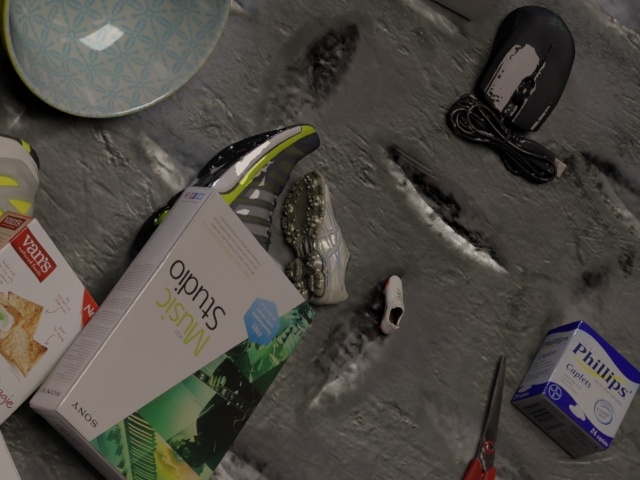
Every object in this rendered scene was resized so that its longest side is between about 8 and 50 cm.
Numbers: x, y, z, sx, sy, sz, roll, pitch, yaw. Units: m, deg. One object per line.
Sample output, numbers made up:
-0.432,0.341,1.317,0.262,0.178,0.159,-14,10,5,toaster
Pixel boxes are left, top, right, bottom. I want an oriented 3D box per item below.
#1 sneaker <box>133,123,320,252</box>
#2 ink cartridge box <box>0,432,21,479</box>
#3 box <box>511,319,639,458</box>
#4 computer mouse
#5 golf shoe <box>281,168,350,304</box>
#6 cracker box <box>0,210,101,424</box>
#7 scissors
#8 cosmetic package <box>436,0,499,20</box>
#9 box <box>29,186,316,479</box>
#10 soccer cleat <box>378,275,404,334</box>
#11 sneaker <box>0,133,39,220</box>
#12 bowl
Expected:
-0.099,-0.039,1.988,0.300,0.111,0.121,-43,111,-31,sneaker
-0.463,0.197,1.511,0.279,0.160,0.384,-23,91,-30,ink cartridge box
0.348,0.200,2.178,0.126,0.072,0.137,41,57,-13,box
0.303,-0.232,2.303,0.188,0.072,0.272,31,60,-17,computer mouse
0.000,0.000,2.056,0.086,0.069,0.176,18,66,-47,golf shoe
-0.361,0.102,1.734,0.232,0.067,0.155,-47,125,-24,cracker box
0.220,0.292,2.104,0.109,0.021,0.297,37,57,-12,scissors
0.127,-0.474,2.209,0.366,0.197,0.155,25,62,-20,cosmetic package
-0.158,0.132,1.837,0.322,0.058,0.232,-56,128,-24,box
0.096,0.082,2.089,0.029,0.035,0.083,24,63,-22,soccer cleat
-0.482,-0.052,1.726,0.385,0.145,0.147,6,70,-28,sneaker
-0.265,-0.308,1.917,0.289,0.289,0.156,-3,32,-32,bowl
